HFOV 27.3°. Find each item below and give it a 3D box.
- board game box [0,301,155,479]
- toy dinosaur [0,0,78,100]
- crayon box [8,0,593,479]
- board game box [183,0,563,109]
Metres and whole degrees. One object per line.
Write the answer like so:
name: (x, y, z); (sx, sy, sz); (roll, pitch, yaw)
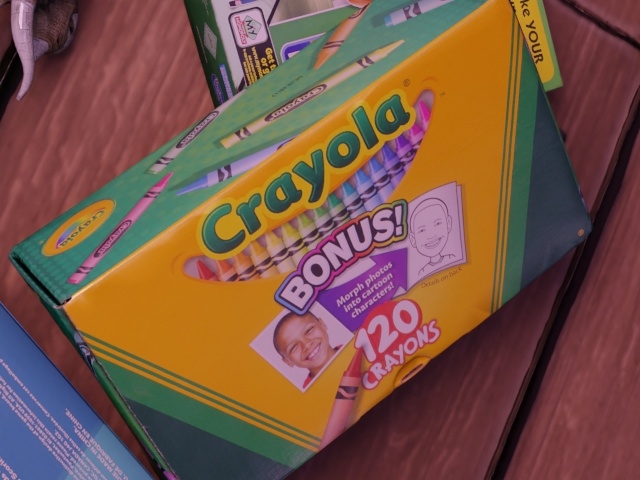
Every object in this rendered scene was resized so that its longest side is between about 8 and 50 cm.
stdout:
board game box: (-0.204, 0.133, 0.516); (0.079, 0.336, 0.253); (-34, 102, 24)
toy dinosaur: (-0.178, -0.242, 0.631); (0.313, 0.121, 0.160); (54, 51, -18)
crayon box: (0.000, 0.000, 0.700); (0.278, 0.081, 0.165); (-37, 123, -15)
board game box: (0.008, -0.214, 0.763); (0.214, 0.046, 0.317); (-19, 98, -23)
